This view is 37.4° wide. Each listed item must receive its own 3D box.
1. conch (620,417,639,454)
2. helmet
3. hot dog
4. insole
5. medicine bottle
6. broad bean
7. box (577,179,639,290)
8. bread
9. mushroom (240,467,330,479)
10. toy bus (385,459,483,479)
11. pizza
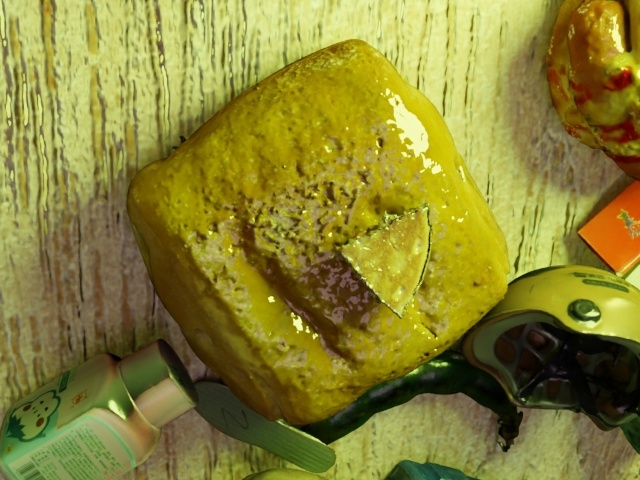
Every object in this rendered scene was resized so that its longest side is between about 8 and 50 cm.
[{"bbox_3d":[0.429,0.166,1.127,0.188,0.122,0.176,-38,132,7],"label":"conch"},{"bbox_3d":[0.277,0.101,1.031,0.224,0.130,0.198,22,144,6],"label":"helmet"},{"bbox_3d":[0.319,-0.157,0.946,0.153,0.150,0.256,-41,116,-6],"label":"hot dog"},{"bbox_3d":[-0.066,0.210,1.058,0.188,0.004,0.064,30,117,-11],"label":"insole"},{"bbox_3d":[-0.224,0.180,0.963,0.188,0.119,0.094,-31,113,1],"label":"medicine bottle"},{"bbox_3d":[0.113,0.190,1.094,0.292,0.049,0.144,1,116,-16],"label":"broad bean"},{"bbox_3d":[0.416,0.035,1.037,0.139,0.035,0.245,-42,81,7],"label":"box"},{"bbox_3d":[0.002,0.003,0.927,0.337,0.148,0.328,-31,117,-1],"label":"bread"},{"bbox_3d":[-0.007,0.354,1.052,0.184,0.255,0.255,-32,124,-39],"label":"mushroom"},{"bbox_3d":[0.183,0.337,1.167,0.236,0.079,0.094,20,91,-22],"label":"toy bus"},{"bbox_3d":[0.068,0.006,0.861,0.100,0.029,0.099,42,84,-27],"label":"pizza"}]
